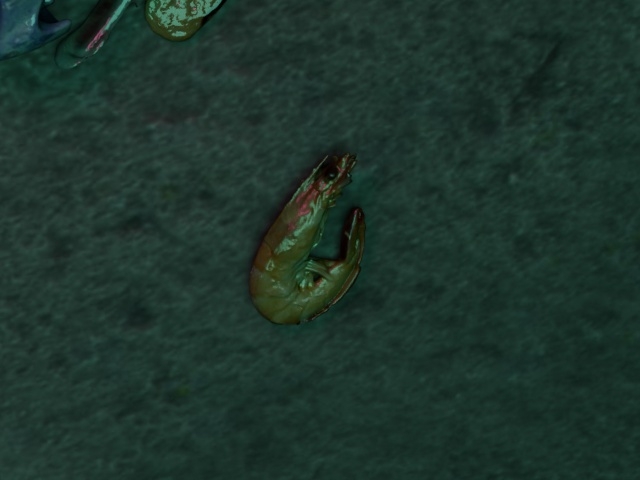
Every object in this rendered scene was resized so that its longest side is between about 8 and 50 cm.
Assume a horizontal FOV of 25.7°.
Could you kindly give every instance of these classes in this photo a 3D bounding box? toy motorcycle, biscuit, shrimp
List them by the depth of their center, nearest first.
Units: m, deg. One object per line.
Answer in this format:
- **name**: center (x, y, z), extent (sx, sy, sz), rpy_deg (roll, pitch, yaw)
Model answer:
- **toy motorcycle**: center (-0.281, -0.309, 1.456), extent (0.241, 0.182, 0.319), rpy_deg (32, 96, -20)
- **biscuit**: center (-0.137, -0.288, 1.583), extent (0.071, 0.018, 0.147), rpy_deg (41, 95, -18)
- **shrimp**: center (0.000, 0.001, 1.684), extent (0.133, 0.053, 0.236), rpy_deg (22, 104, -16)
